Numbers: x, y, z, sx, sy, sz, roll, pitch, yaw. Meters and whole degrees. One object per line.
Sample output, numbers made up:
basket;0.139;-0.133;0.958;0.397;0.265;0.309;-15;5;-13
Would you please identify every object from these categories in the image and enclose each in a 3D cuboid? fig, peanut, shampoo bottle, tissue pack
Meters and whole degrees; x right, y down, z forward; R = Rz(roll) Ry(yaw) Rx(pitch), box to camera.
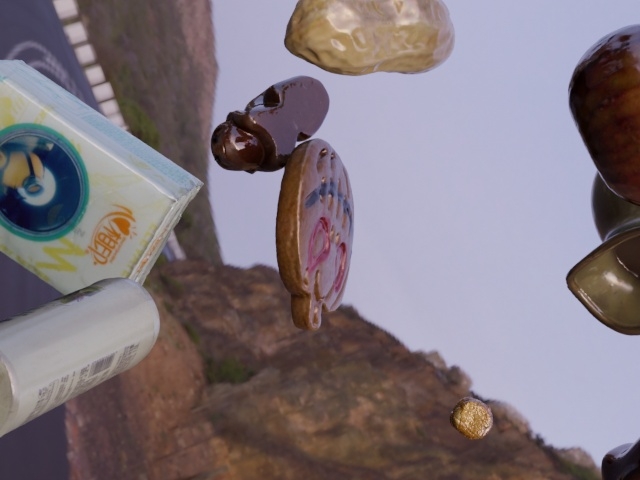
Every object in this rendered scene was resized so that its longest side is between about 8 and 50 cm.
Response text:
fig;0.424;-0.159;1.139;0.235;0.214;0.235;34;17;-12
peanut;0.081;-0.315;1.322;0.152;0.313;0.152;13;-73;50
shampoo bottle;-0.246;0.105;0.754;0.087;0.118;0.234;59;31;3
tissue pack;-0.439;-0.085;1.533;0.388;0.287;0.162;34;20;2

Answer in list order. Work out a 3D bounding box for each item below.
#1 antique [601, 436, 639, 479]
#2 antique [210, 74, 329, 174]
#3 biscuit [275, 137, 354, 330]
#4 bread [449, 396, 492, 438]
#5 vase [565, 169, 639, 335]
antique;0.445;0.305;1.037;0.278;0.129;0.223;5;-76;61
antique;-0.101;-0.203;1.610;0.143;0.257;0.121;-14;-64;37
biscuit;0.001;0.000;1.559;0.367;0.063;0.314;50;44;-68
bread;0.292;0.343;1.739;0.046;0.083;0.081;98;-8;-86
vase;0.550;-0.040;1.351;0.241;0.302;0.329;46;-40;-15
